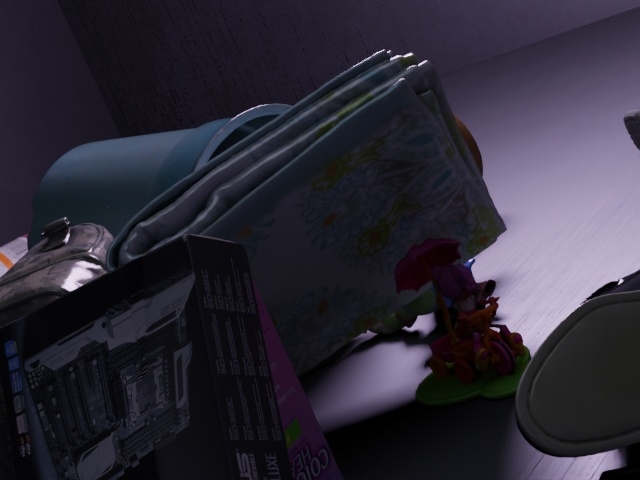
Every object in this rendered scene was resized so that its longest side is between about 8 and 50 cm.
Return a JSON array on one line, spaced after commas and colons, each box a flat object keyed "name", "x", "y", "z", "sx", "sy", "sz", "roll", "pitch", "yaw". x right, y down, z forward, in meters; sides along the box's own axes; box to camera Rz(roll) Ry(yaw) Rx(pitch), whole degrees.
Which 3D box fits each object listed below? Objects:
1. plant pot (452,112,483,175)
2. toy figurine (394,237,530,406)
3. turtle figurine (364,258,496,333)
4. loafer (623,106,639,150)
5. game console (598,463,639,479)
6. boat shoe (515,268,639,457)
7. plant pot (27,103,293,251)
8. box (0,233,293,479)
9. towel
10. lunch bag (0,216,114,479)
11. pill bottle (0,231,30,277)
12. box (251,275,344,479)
[{"name": "plant pot", "x": 0.087, "y": -0.052, "z": 2.018, "sx": 0.237, "sy": 0.237, "sz": 0.254, "roll": -15, "pitch": 30, "yaw": 38}, {"name": "toy figurine", "x": 0.140, "y": 0.074, "z": 1.423, "sx": 0.130, "sy": 0.159, "sz": 0.173, "roll": -29, "pitch": 13, "yaw": -23}, {"name": "turtle figurine", "x": 0.089, "y": 0.011, "z": 1.721, "sx": 0.274, "sy": 0.198, "sz": 0.266, "roll": -14, "pitch": 11, "yaw": 26}, {"name": "loafer", "x": 0.512, "y": -0.174, "z": 1.942, "sx": 0.087, "sy": 0.094, "sz": 0.251, "roll": -30, "pitch": 12, "yaw": -8}, {"name": "game console", "x": 0.137, "y": 0.241, "z": 0.978, "sx": 0.361, "sy": 0.044, "sz": 0.213, "roll": -18, "pitch": 13, "yaw": 28}, {"name": "boat shoe", "x": 0.282, "y": 0.090, "z": 1.205, "sx": 0.340, "sy": 0.127, "sz": 0.113, "roll": -40, "pitch": -11, "yaw": -30}, {"name": "plant pot", "x": -0.179, "y": -0.003, "z": 1.784, "sx": 0.334, "sy": 0.341, "sz": 0.341, "roll": 3, "pitch": 27, "yaw": 38}, {"name": "box", "x": -0.140, "y": 0.181, "z": 1.115, "sx": 0.242, "sy": 0.307, "sz": 0.076, "roll": -25, "pitch": -22, "yaw": 34}, {"name": "towel", "x": 0.000, "y": 0.000, "z": 1.445, "sx": 0.374, "sy": 0.320, "sz": 0.090, "roll": -33, "pitch": 52, "yaw": 2}, {"name": "lunch bag", "x": -0.254, "y": 0.148, "z": 1.542, "sx": 0.212, "sy": 0.305, "sz": 0.256, "roll": -22, "pitch": 18, "yaw": 20}, {"name": "pill bottle", "x": -0.396, "y": 0.047, "z": 2.451, "sx": 0.392, "sy": 0.224, "sz": 0.224, "roll": -30, "pitch": 13, "yaw": -26}, {"name": "box", "x": -0.127, "y": 0.176, "z": 1.293, "sx": 0.213, "sy": 0.243, "sz": 0.117, "roll": -15, "pitch": 15, "yaw": 36}]
